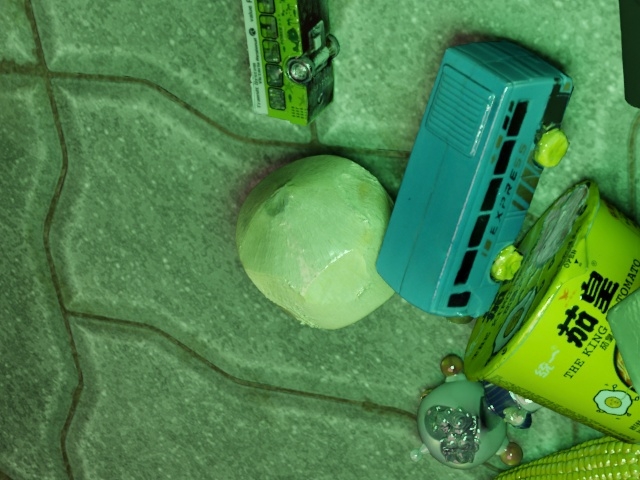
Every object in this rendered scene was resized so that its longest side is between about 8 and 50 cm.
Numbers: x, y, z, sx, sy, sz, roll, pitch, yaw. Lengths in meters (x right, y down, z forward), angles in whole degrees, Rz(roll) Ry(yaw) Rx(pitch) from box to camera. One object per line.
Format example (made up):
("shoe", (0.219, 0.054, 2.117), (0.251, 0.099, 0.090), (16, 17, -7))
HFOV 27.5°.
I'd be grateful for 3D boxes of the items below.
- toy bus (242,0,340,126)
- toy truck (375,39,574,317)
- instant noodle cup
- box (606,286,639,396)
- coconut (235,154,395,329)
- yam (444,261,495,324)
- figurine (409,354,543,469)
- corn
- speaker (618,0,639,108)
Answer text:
("toy bus", (-0.057, -0.322, 1.877), (0.139, 0.113, 0.301), (12, 125, 27))
("toy truck", (0.205, -0.077, 1.795), (0.161, 0.162, 0.385), (41, 125, 39))
("instant noodle cup", (0.385, 0.115, 1.796), (0.254, 0.325, 0.325), (32, 130, -4))
("box", (0.573, 0.099, 1.514), (0.352, 0.177, 0.344), (30, 124, -36))
("coconut", (0.000, 0.000, 1.940), (0.245, 0.245, 0.247), (-1, 156, 29))
("yam", (0.231, 0.070, 2.003), (0.054, 0.054, 0.132), (27, 129, 11))
("figurine", (0.274, 0.273, 2.060), (0.274, 0.133, 0.194), (-10, 100, 30))
("corn", (0.410, 0.388, 2.056), (0.387, 0.144, 0.144), (-23, 107, 40))
("speaker", (0.489, -0.256, 1.509), (0.254, 0.184, 0.232), (31, 138, 52))
